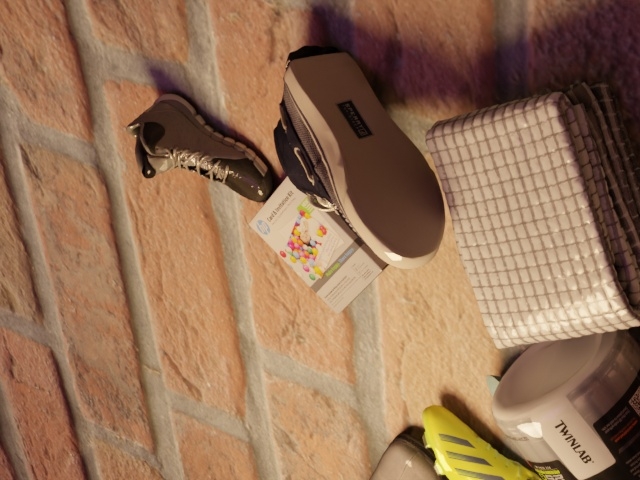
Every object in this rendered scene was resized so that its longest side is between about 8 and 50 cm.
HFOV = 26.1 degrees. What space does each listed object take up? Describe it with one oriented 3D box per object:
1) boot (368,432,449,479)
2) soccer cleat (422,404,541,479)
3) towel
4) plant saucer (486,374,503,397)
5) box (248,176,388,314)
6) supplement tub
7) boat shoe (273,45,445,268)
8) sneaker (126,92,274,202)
[{"bbox_3d":[0.069,0.456,2.094,0.118,0.223,0.338,35,139,20],"label":"boot"},{"bbox_3d":[0.254,0.340,1.956,0.121,0.093,0.289,-37,86,21],"label":"soccer cleat"},{"bbox_3d":[0.261,-0.031,1.580,0.235,0.121,0.283,-15,96,53],"label":"towel"},{"bbox_3d":[0.288,0.250,1.825,0.195,0.037,0.195,56,174,9],"label":"plant saucer"},{"bbox_3d":[0.000,0.000,1.948,0.186,0.038,0.145,47,141,3],"label":"box"},{"bbox_3d":[0.368,0.262,1.662,0.316,0.193,0.193,50,142,-12],"label":"supplement tub"},{"bbox_3d":[0.043,-0.075,1.734,0.158,0.127,0.340,109,144,-52],"label":"boat shoe"},{"bbox_3d":[-0.186,-0.106,1.973,0.229,0.132,0.086,38,139,17],"label":"sneaker"}]
